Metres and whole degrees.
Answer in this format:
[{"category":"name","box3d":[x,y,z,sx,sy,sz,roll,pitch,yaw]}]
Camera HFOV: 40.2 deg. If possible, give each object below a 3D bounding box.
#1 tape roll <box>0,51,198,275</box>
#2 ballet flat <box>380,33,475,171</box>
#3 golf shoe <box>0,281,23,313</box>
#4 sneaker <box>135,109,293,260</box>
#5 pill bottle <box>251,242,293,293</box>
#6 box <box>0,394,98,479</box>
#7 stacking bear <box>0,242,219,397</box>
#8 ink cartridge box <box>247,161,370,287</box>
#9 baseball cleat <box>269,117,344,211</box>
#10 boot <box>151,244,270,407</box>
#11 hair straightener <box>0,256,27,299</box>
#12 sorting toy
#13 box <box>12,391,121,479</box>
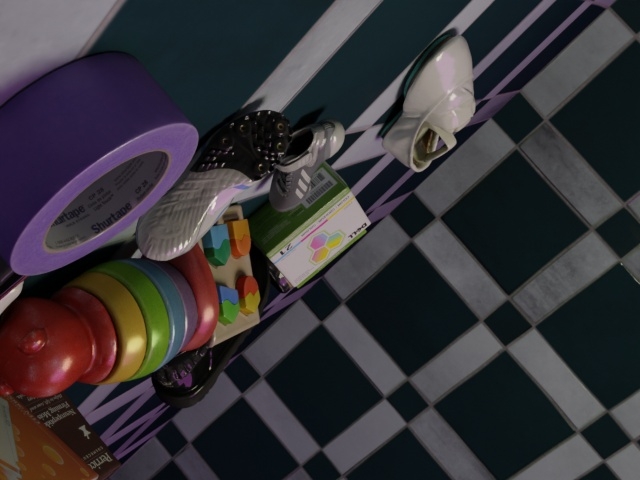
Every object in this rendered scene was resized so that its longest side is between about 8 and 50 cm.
[{"category":"tape roll","box3d":[-0.199,-0.061,0.725,0.189,0.080,0.189,-41,173,-6]},{"category":"ballet flat","box3d":[0.215,-0.236,1.609,0.139,0.139,0.400,-38,172,-18]},{"category":"golf shoe","box3d":[-0.359,0.107,0.886,0.176,0.086,0.069,-42,171,-3]},{"category":"sneaker","box3d":[-0.133,-0.072,1.055,0.237,0.085,0.086,-44,-161,-2]},{"category":"pill bottle","box3d":[-0.030,-0.004,1.769,0.219,0.123,0.123,-40,173,-10]},{"category":"box","box3d":[-0.431,0.286,0.997,0.168,0.215,0.345,-49,174,-4]},{"category":"stacking bear","box3d":[-0.272,0.103,1.075,0.175,0.164,0.289,-45,167,32]},{"category":"ink cartridge box","box3d":[0.000,0.000,1.614,0.188,0.097,0.255,-40,142,-2]},{"category":"baseball cleat","box3d":[-0.047,-0.112,1.320,0.109,0.072,0.206,-15,152,-43]},{"category":"boot","box3d":[-0.192,0.082,1.444,0.260,0.131,0.348,83,24,-50]},{"category":"hair straightener","box3d":[-0.367,0.068,0.814,0.230,0.047,0.089,-36,172,-3]},{"category":"sorting toy","box3d":[-0.136,0.046,1.314,0.038,0.193,0.208,-8,-176,15]},{"category":"box","box3d":[-0.446,0.327,1.290,0.167,0.203,0.168,-43,173,17]}]
